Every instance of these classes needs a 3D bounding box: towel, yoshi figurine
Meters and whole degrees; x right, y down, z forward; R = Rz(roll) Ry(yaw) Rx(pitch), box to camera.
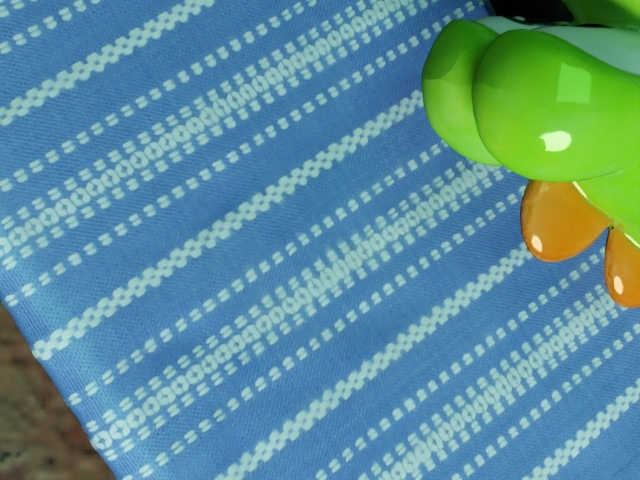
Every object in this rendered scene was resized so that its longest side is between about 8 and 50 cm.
[{"bbox_3d":[0.000,0.000,0.641,0.243,0.040,0.336,-36,98,-30],"label":"towel"},{"bbox_3d":[0.209,-0.094,0.663,0.362,0.203,0.203,-1,66,-31],"label":"yoshi figurine"}]
